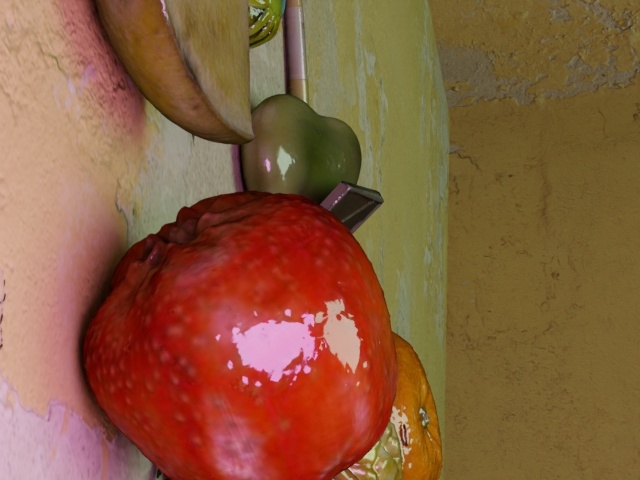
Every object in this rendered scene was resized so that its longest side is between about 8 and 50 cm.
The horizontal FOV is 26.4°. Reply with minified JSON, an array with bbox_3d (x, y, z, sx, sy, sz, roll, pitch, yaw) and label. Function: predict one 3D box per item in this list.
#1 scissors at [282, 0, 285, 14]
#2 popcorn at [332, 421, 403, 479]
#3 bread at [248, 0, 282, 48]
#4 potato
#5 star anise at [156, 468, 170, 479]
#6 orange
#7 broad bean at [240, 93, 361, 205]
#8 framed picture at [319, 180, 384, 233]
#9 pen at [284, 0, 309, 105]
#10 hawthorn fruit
[{"bbox_3d":[-0.096,-0.504,1.819,0.192,0.029,0.447,-68,153,-66],"label":"scissors"},{"bbox_3d":[-0.008,0.261,1.508,0.221,0.204,0.184,-63,-172,6],"label":"popcorn"},{"bbox_3d":[-0.086,-0.308,1.715,0.139,0.071,0.130,-6,97,-78],"label":"bread"},{"bbox_3d":[-0.153,-0.238,1.267,0.255,0.112,0.269,29,55,-72],"label":"potato"},{"bbox_3d":[-0.118,0.191,1.406,0.234,0.073,0.177,-5,100,-88],"label":"star anise"},{"bbox_3d":[0.034,0.242,1.733,0.284,0.226,0.284,-6,90,-75],"label":"orange"},{"bbox_3d":[-0.040,-0.098,1.818,0.263,0.121,0.189,3,88,-64],"label":"broad bean"},{"bbox_3d":[0.000,0.000,1.837,0.023,0.189,0.260,44,8,9],"label":"framed picture"},{"bbox_3d":[-0.037,-0.284,2.046,0.040,0.032,0.233,150,-63,-77],"label":"pen"},{"bbox_3d":[-0.043,0.118,1.207,0.330,0.287,0.287,54,22,-17],"label":"hawthorn fruit"}]
